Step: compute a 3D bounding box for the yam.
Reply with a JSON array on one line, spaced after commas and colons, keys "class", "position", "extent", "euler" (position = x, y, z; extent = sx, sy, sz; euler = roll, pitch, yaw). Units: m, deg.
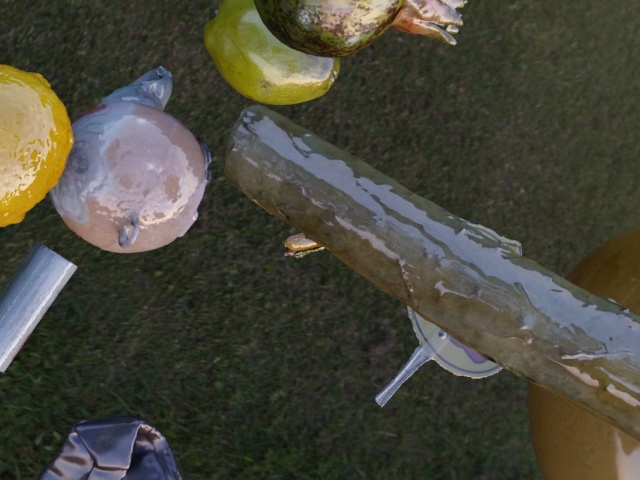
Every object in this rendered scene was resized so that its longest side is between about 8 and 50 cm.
[{"class": "yam", "position": [0.092, 0.022, 0.530], "extent": [0.371, 0.083, 0.083], "euler": [31, 63, 17]}]

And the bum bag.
[{"class": "bum bag", "position": [-0.152, 0.290, 0.755], "extent": [0.137, 0.074, 0.310], "euler": [-26, 107, 11]}]

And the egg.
[{"class": "egg", "position": [0.327, 0.135, 0.762], "extent": [0.250, 0.250, 0.322], "euler": [36, 75, -24]}]

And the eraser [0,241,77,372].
[{"class": "eraser", "position": [-0.548, 0.118, 1.457], "extent": [0.081, 0.174, 0.227], "euler": [36, 78, -25]}]

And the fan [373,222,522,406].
[{"class": "fan", "position": [0.193, 0.115, 1.145], "extent": [0.335, 0.011, 0.229], "euler": [-45, 107, -19]}]

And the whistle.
[{"class": "whistle", "position": [-0.237, -0.119, 0.967], "extent": [0.189, 0.189, 0.348], "euler": [24, 34, -28]}]

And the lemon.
[{"class": "lemon", "position": [-0.329, -0.089, 0.790], "extent": [0.142, 0.142, 0.187], "euler": [27, 76, -27]}]

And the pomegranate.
[{"class": "pomegranate", "position": [0.050, -0.333, 0.966], "extent": [0.277, 0.204, 0.222], "euler": [-7, 46, 2]}]

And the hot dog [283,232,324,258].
[{"class": "hot dog", "position": [0.000, 0.000, 1.329], "extent": [0.133, 0.056, 0.041], "euler": [-17, 100, -11]}]

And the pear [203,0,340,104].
[{"class": "pear", "position": [-0.093, -0.365, 1.524], "extent": [0.269, 0.212, 0.212], "euler": [29, 68, 1]}]
